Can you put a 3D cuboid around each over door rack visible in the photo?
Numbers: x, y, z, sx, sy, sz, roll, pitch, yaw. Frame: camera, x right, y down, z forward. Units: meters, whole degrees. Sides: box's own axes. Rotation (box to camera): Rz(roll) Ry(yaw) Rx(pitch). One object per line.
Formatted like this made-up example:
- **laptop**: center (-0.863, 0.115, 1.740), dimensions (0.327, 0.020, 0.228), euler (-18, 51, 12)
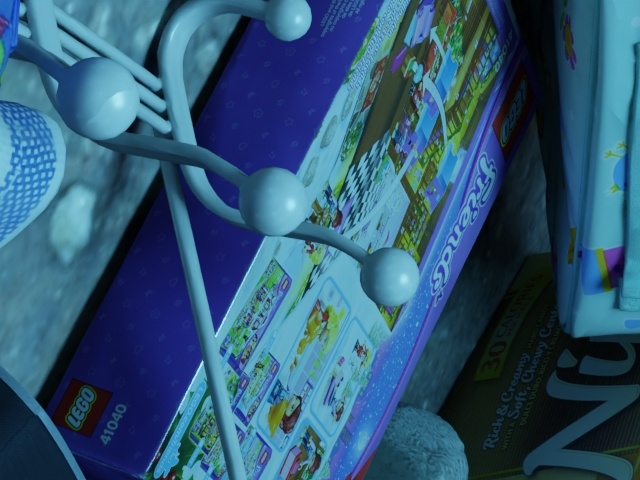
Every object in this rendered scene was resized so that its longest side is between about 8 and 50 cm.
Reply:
- **over door rack**: center (-0.053, 0.036, 0.600), dimensions (0.239, 0.108, 0.324), euler (31, 54, -63)

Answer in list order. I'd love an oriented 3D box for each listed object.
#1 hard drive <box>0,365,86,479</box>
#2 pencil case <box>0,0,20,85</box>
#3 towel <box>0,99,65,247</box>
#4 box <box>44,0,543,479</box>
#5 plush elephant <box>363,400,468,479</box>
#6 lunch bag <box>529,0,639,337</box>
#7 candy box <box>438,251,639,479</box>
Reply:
- **hard drive**: center (-0.123, 0.181, 0.697), dimensions (0.172, 0.054, 0.254), euler (-52, 141, -43)
- **pencil case**: center (-0.175, -0.065, 0.375), dimensions (0.306, 0.133, 0.119), euler (3, 90, -65)
- **towel**: center (-0.197, 0.017, 0.333), dimensions (0.285, 0.209, 0.034), euler (1, 68, -63)
- **box**: center (0.000, 0.000, 0.852), dimensions (0.293, 0.057, 0.201), euler (-63, 154, -18)
- **plush elephant**: center (0.087, 0.295, 1.002), dimensions (0.255, 0.272, 0.330), euler (67, 46, -66)
- **lunch bag**: center (0.165, -0.093, 0.960), dimensions (0.224, 0.108, 0.279), euler (-92, 178, -48)
- **candy box**: center (0.203, 0.088, 1.030), dimensions (0.087, 0.316, 0.183), euler (46, 61, -25)
